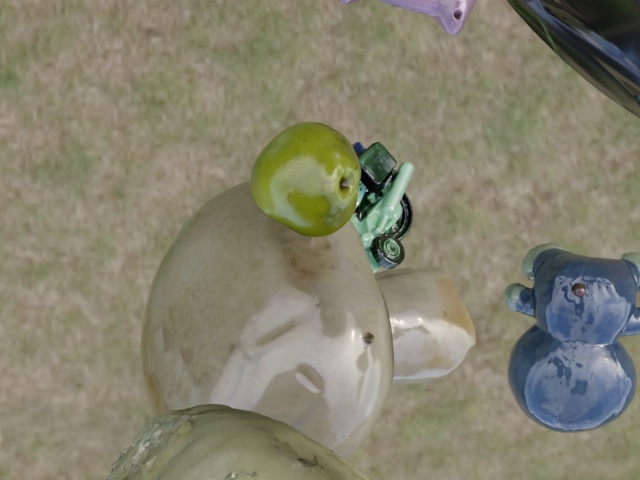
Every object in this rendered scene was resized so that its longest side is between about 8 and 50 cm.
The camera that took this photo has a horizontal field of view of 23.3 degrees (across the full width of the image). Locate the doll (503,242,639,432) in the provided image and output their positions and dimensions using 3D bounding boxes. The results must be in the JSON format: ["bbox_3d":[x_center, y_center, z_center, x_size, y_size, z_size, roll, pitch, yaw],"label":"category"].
[{"bbox_3d":[0.364,0.142,2.190,0.228,0.154,0.258,8,106,11],"label":"doll"}]

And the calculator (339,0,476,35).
[{"bbox_3d":[0.119,-0.390,1.824,0.194,0.294,0.043,15,156,-8],"label":"calculator"}]

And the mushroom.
[{"bbox_3d":[-0.010,0.099,1.425,0.290,0.292,0.292,8,133,-35],"label":"mushroom"}]

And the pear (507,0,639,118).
[{"bbox_3d":[0.208,-0.174,0.870,0.165,0.399,0.399,-48,128,-2],"label":"pear"}]

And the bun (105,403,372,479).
[{"bbox_3d":[-0.022,0.281,1.107,0.234,0.362,0.326,-48,149,-9],"label":"bun"}]

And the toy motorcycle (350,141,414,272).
[{"bbox_3d":[0.000,0.000,2.120,0.196,0.331,0.125,45,148,-11],"label":"toy motorcycle"}]

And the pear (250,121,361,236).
[{"bbox_3d":[-0.012,-0.051,1.224,0.097,0.092,0.092,13,146,34],"label":"pear"}]
